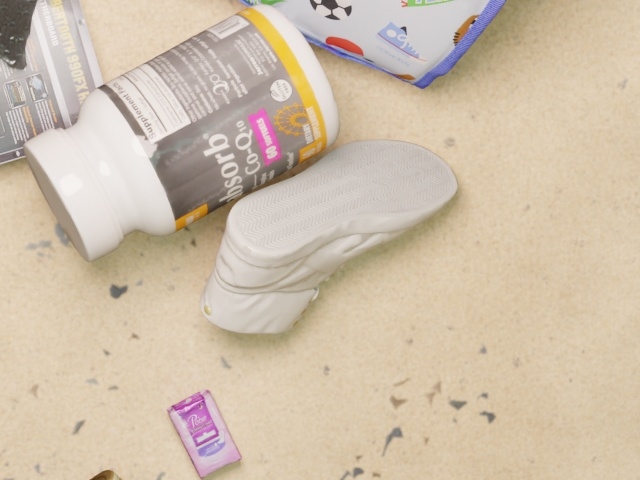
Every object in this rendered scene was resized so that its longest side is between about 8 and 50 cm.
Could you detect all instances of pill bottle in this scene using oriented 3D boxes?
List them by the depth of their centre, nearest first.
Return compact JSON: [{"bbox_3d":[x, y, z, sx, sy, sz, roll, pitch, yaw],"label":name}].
[{"bbox_3d":[-0.134,-0.101,1.762,0.278,0.162,0.162,-30,101,-13],"label":"pill bottle"}]

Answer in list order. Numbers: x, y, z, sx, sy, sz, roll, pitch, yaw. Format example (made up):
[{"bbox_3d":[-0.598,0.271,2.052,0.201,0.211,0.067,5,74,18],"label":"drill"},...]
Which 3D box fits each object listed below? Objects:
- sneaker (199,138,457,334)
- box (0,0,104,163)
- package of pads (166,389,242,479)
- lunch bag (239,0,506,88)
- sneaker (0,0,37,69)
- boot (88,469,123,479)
[{"bbox_3d":[0.000,0.000,1.883,0.292,0.169,0.108,-19,61,-36],"label":"sneaker"},{"bbox_3d":[-0.322,-0.195,1.814,0.183,0.056,0.231,-18,100,-10],"label":"box"},{"bbox_3d":[-0.122,0.203,1.914,0.050,0.032,0.083,-26,101,-9],"label":"package of pads"},{"bbox_3d":[0.058,-0.364,1.768,0.328,0.239,0.385,24,120,-14],"label":"lunch bag"},{"bbox_3d":[-0.297,-0.258,1.758,0.089,0.051,0.170,21,97,-13],"label":"sneaker"},{"bbox_3d":[-0.219,0.359,1.893,0.165,0.077,0.213,32,95,-12],"label":"boot"}]
